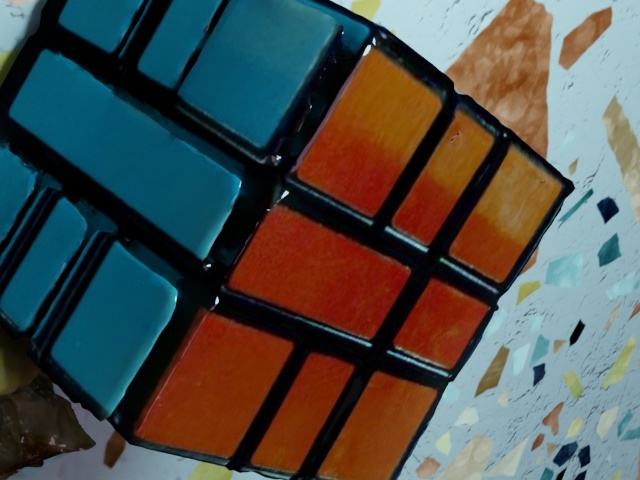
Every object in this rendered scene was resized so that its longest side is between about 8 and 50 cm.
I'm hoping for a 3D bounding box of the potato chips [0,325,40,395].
[{"bbox_3d":[-0.281,0.065,0.721,0.208,0.195,0.062,1,98,-4],"label":"potato chips"}]

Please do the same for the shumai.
[{"bbox_3d":[-0.251,0.139,0.860,0.123,0.105,0.139,-42,118,-16],"label":"shumai"}]

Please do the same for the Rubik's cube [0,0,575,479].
[{"bbox_3d":[-0.051,-0.023,0.799,0.283,0.288,0.293,-57,142,2],"label":"Rubik's cube"}]
